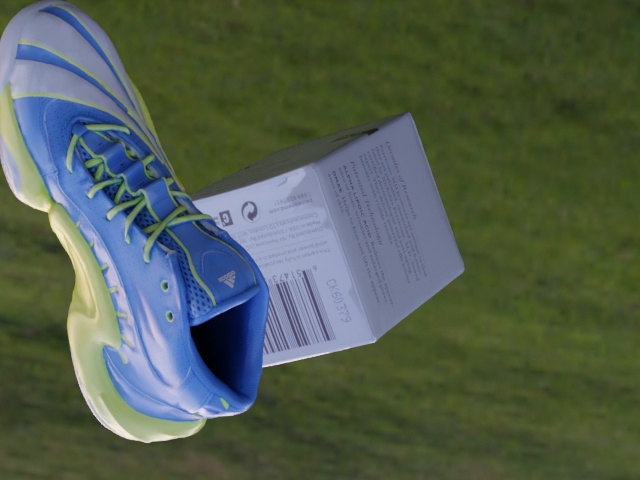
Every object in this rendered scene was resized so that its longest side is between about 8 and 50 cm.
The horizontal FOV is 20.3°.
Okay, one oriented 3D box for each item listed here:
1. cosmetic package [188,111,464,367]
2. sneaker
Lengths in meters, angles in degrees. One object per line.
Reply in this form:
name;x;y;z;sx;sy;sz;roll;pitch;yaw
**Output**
cosmetic package;0.000;0.000;1.486;0.151;0.151;0.183;-15;-170;31
sneaker;-0.084;-0.013;0.918;0.126;0.240;0.091;-4;-163;45
